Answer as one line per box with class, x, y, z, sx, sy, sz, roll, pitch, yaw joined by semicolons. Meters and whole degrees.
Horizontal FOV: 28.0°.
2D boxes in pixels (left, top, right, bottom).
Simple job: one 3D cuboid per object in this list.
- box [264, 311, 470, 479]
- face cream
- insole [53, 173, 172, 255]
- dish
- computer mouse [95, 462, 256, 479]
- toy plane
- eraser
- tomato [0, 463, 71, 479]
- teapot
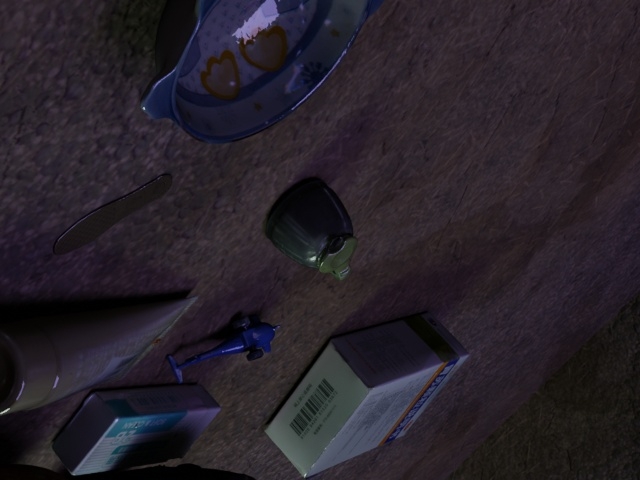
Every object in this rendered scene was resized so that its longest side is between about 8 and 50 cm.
box;0.076;0.233;1.993;0.299;0.106;0.200;-11;142;-56
face cream;-0.239;0.114;1.292;0.137;0.084;0.341;-47;166;15
insole;-0.193;-0.024;1.205;0.135;0.002;0.045;-33;156;-26
dish;-0.056;-0.192;1.030;0.236;0.086;0.228;-16;144;-48
computer mouse;-0.222;0.338;1.578;0.323;0.116;0.183;-23;162;21
toy plane;-0.114;0.131;1.568;0.062;0.054;0.167;-28;173;41
eraser;-0.217;0.223;1.544;0.095;0.052;0.225;-51;157;15
tomato;-0.337;0.344;1.332;0.270;0.223;0.270;-12;143;-9
teapot;0.005;-0.006;1.459;0.092;0.091;0.124;-49;157;17
